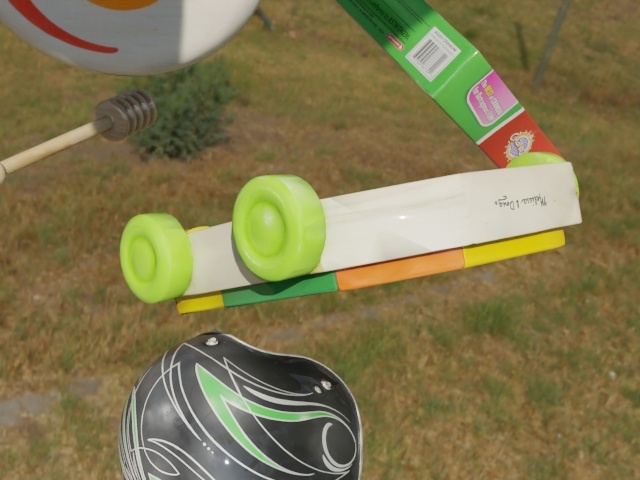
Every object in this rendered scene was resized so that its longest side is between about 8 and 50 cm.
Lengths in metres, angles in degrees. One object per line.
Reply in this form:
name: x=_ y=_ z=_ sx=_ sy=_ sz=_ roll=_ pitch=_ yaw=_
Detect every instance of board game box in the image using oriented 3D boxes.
board game box: x=0.143 y=-0.191 z=1.095 sx=0.242 sy=0.064 sz=0.316 roll=52 pitch=12 yaw=32

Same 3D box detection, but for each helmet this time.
helmet: x=-0.067 y=0.155 z=0.697 sx=0.161 sy=0.169 sz=0.169 roll=18 pitch=33 yaw=-24

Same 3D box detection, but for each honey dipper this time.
honey dipper: x=-0.165 y=-0.067 z=0.620 sx=0.030 sy=0.030 sz=0.160 roll=28 pitch=32 yaw=16

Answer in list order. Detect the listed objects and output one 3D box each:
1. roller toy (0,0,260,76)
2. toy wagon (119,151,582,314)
roller toy: x=-0.118 y=-0.203 z=0.581 sx=0.209 sy=0.191 sz=0.146 roll=43 pitch=27 yaw=-28
toy wagon: x=0.000 y=0.000 z=0.652 sx=0.267 sy=0.068 sz=0.344 roll=-9 pitch=-3 yaw=-43
